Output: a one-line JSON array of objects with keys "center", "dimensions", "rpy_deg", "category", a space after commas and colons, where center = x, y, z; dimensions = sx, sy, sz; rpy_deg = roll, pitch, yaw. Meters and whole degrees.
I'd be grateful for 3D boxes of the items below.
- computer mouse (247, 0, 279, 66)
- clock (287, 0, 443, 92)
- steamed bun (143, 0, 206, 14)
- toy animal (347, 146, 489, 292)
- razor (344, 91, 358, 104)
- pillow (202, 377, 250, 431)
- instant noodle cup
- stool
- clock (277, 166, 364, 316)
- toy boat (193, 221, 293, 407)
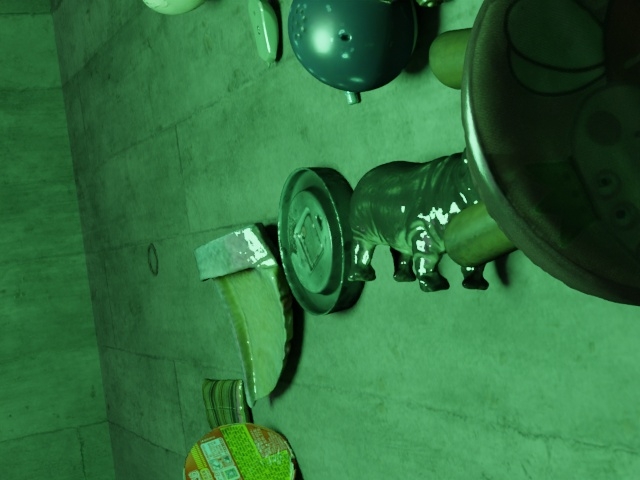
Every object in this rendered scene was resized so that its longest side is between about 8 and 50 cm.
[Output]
[{"center": [-0.080, -0.320, 1.496], "dimensions": [0.056, 0.032, 0.110], "rpy_deg": [23, 127, 62], "category": "computer mouse"}, {"center": [0.051, -0.288, 1.111], "dimensions": [0.199, 0.146, 0.243], "rpy_deg": [51, 134, 40], "category": "clock"}, {"center": [-0.234, -0.494, 1.649], "dimensions": [0.177, 0.131, 0.228], "rpy_deg": [-23, 75, 53], "category": "steamed bun"}, {"center": [0.147, -0.033, 1.026], "dimensions": [0.343, 0.106, 0.168], "rpy_deg": [-25, 68, 57], "category": "toy animal"}, {"center": [0.027, -0.245, 1.292], "dimensions": [0.068, 0.040, 0.135], "rpy_deg": [-16, 87, 65], "category": "razor"}, {"center": [-0.181, 0.319, 1.880], "dimensions": [0.203, 0.038, 0.113], "rpy_deg": [-18, 81, 64], "category": "pillow"}, {"center": [-0.136, 0.452, 1.687], "dimensions": [0.212, 0.193, 0.193], "rpy_deg": [93, 154, -42], "category": "instant noodle cup"}, {"center": [0.208, -0.084, 0.725], "dimensions": [0.178, 0.272, 0.272], "rpy_deg": [161, 100, -77], "category": "stool"}, {"center": [0.000, 0.000, 1.407], "dimensions": [0.215, 0.042, 0.215], "rpy_deg": [29, 122, 60], "category": "clock"}, {"center": [-0.108, 0.095, 1.613], "dimensions": [0.293, 0.111, 0.276], "rpy_deg": [62, 150, 12], "category": "toy boat"}]
